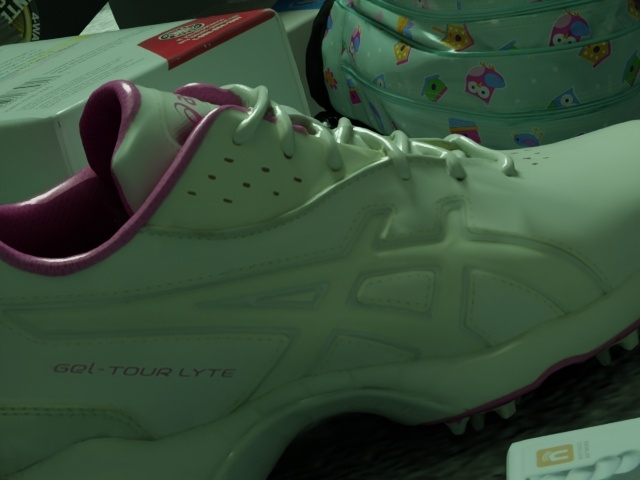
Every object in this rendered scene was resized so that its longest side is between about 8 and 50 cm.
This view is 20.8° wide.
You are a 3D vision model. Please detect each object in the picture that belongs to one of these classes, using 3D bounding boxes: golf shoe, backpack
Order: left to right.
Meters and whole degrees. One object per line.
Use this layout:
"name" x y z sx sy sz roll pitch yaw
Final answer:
"golf shoe" 0.000 0.000 0.575 0.306 0.140 0.115 -22 16 -20
"backpack" 0.077 -0.085 0.804 0.152 0.115 0.182 -18 20 -12

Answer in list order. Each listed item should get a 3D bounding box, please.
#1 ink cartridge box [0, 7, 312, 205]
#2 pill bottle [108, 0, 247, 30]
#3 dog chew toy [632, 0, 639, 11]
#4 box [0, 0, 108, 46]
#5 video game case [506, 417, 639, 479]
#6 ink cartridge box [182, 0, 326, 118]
"ink cartridge box" -0.102 -0.010 0.711 0.176 0.127 0.128 0 24 41
"pill bottle" -0.011 -0.210 1.200 0.264 0.153 0.153 -31 22 -36
"dog chew toy" 0.128 -0.199 0.970 0.206 0.207 0.332 -26 24 -28
"box" -0.211 -0.162 1.040 0.395 0.097 0.318 -12 35 56
"video game case" 0.129 0.079 0.407 0.173 0.022 0.190 -14 18 11
"ink cartridge box" -0.077 -0.059 0.923 0.134 0.078 0.231 -1 24 43
